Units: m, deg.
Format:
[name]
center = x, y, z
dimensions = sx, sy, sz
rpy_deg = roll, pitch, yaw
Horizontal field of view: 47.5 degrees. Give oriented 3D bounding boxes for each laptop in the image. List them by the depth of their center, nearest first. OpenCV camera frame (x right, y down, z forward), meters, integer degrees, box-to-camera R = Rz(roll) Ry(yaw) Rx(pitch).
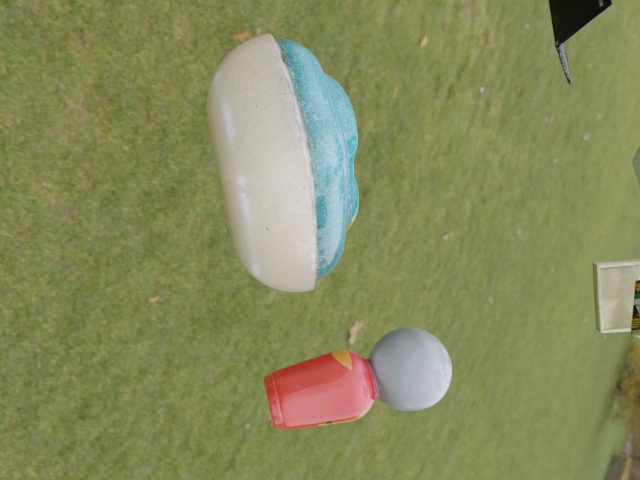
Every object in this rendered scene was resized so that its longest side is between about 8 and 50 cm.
[laptop]
center = 0.602, -0.539, 1.679
dimensions = 0.264, 0.137, 0.234
rpy_deg = 37, 48, -55

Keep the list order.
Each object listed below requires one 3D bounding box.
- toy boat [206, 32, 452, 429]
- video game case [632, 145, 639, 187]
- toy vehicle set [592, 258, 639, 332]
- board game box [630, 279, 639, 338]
[toy boat]
center = 0.000, 0.000, 0.623
dimensions = 0.267, 0.148, 0.318
rpy_deg = 97, -20, -67
[video game case]
center = 0.442, 0.010, 0.668
dimensions = 0.244, 0.270, 0.061
rpy_deg = -72, 180, -53
[toy vehicle set]
center = 0.785, 0.126, 1.711
dimensions = 0.035, 0.267, 0.165
rpy_deg = -59, 145, -81
[board game box]
center = 0.785, 0.131, 1.539
dimensions = 0.030, 0.260, 0.136
rpy_deg = 31, 62, -26
